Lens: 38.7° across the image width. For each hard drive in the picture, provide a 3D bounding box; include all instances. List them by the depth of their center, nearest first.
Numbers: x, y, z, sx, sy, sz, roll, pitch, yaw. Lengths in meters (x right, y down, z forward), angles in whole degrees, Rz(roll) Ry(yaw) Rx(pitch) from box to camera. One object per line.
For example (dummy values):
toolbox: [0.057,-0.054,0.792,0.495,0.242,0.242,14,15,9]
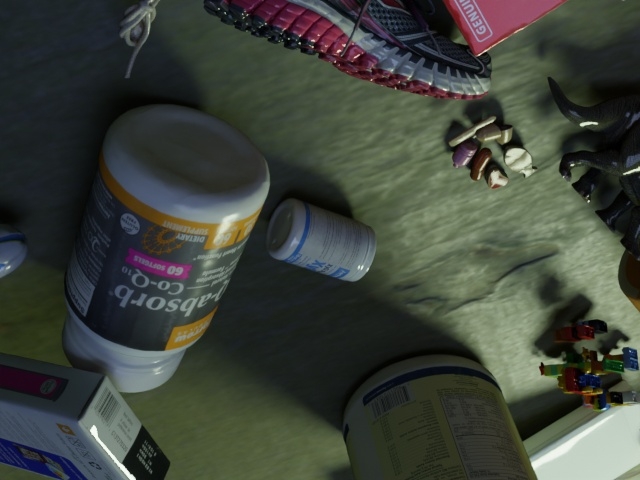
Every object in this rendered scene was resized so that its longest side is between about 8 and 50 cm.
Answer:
hard drive: [0.370,0.358,1.425,0.307,0.040,0.203,-32,133,2]

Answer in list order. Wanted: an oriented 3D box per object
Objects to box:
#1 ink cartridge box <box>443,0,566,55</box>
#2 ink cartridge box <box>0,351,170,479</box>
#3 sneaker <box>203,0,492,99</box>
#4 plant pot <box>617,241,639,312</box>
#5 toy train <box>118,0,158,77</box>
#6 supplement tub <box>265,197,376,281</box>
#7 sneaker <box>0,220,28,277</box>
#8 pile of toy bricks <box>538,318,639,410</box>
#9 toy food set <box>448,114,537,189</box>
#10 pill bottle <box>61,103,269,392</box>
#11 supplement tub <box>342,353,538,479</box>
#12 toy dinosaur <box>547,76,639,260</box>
ink cartridge box: [0.174,-0.319,0.714,0.261,0.066,0.296,-31,117,13]
ink cartridge box: [-0.362,0.193,1.025,0.371,0.069,0.176,5,140,25]
sneaker: [0.048,-0.203,0.809,0.299,0.121,0.112,16,96,-37]
plant pot: [0.480,0.062,1.122,0.188,0.205,0.205,33,118,-18]
toy train: [-0.175,-0.251,0.715,0.143,0.105,0.248,22,124,-18]
supplement tub: [0.000,0.000,1.008,0.107,0.071,0.071,19,125,-28]
sneaker: [-0.402,-0.026,0.864,0.240,0.091,0.126,3,130,-17]
pile of toy bricks: [0.359,0.179,1.265,0.105,0.118,0.212,-13,159,37]
toy food set: [0.185,-0.096,1.006,0.078,0.019,0.122,-30,140,14]
pill bottle: [-0.167,0.016,0.916,0.162,0.162,0.278,9,129,-22]
supplement tub: [0.170,0.338,1.191,0.235,0.325,0.235,-8,134,-8]
toy dinosaur: [0.364,-0.087,1.011,0.160,0.121,0.313,-40,101,14]
